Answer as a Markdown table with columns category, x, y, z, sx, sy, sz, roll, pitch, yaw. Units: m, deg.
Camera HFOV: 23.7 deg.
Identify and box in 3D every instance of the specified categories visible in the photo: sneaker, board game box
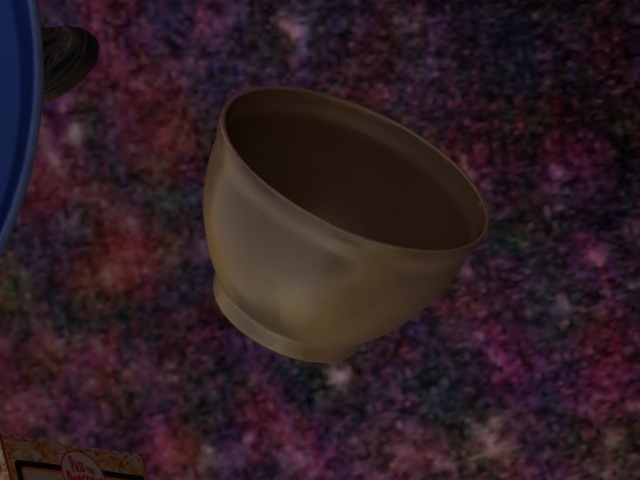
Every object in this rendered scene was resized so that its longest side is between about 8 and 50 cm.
| category | x | y | z | sx | sy | sz | roll | pitch | yaw |
| --- | --- | --- | --- | --- | --- | --- | --- | --- | --- |
| sneaker | -0.243 | -0.127 | 1.040 | 0.170 | 0.089 | 0.051 | -11 | 60 | 27 |
| board game box | -0.163 | 0.236 | 1.068 | 0.045 | 0.147 | 0.193 | -35 | 58 | 26 |

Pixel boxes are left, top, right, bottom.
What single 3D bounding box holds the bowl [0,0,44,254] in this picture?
| category | x | y | z | sx | sy | sz | roll | pitch | yaw |
| --- | --- | --- | --- | --- | --- | --- | --- | --- | --- |
| bowl | -0.321 | -0.083 | 0.682 | 0.077 | 0.391 | 0.391 | -14 | 88 | 57 |

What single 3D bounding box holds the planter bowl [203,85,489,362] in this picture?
| category | x | y | z | sx | sy | sz | roll | pitch | yaw |
| --- | --- | --- | --- | --- | --- | --- | --- | --- | --- |
| planter bowl | 0.000 | 0.000 | 0.873 | 0.162 | 0.162 | 0.109 | 48 | 124 | 36 |
